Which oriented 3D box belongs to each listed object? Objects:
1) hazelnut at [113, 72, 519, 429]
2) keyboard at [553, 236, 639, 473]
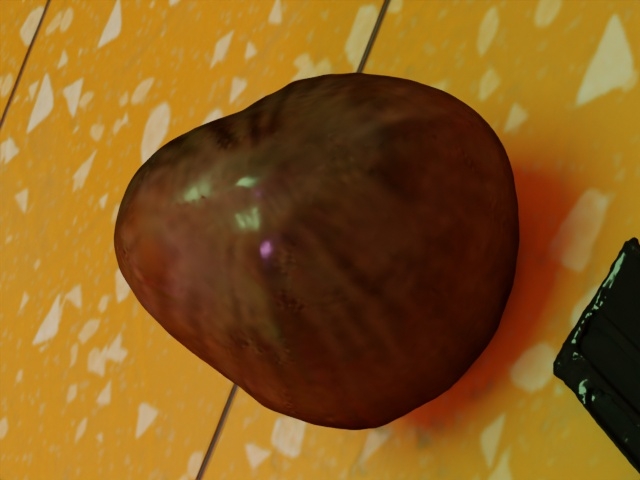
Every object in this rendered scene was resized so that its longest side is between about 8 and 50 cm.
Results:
[{"bbox_3d":[0.001,0.009,0.979,0.210,0.210,0.186,19,127,57],"label":"hazelnut"},{"bbox_3d":[0.181,0.089,0.835,0.087,0.017,0.250,-60,33,16],"label":"keyboard"}]
